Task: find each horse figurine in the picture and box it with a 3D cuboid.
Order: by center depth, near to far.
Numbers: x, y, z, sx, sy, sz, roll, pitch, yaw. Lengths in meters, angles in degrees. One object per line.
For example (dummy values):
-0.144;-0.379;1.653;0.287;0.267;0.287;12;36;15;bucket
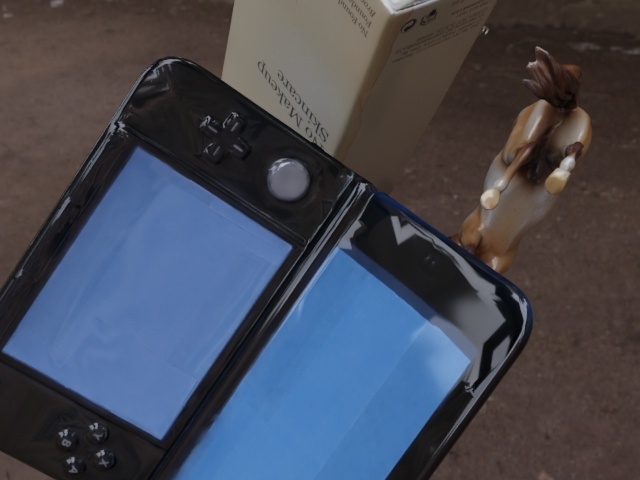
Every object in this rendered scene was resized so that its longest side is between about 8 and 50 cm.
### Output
0.145;-0.034;0.673;0.066;0.263;0.174;28;39;8;horse figurine

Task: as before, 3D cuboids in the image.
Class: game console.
-0.070;0.073;0.540;0.250;0.293;0.173;33;5;-15;game console

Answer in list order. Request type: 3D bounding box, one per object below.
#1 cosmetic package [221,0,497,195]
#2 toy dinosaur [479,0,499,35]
0.014;-0.150;0.707;0.113;0.309;0.160;-27;71;-25;cosmetic package
0.135;-0.231;0.912;0.053;0.093;0.183;33;-10;-33;toy dinosaur
